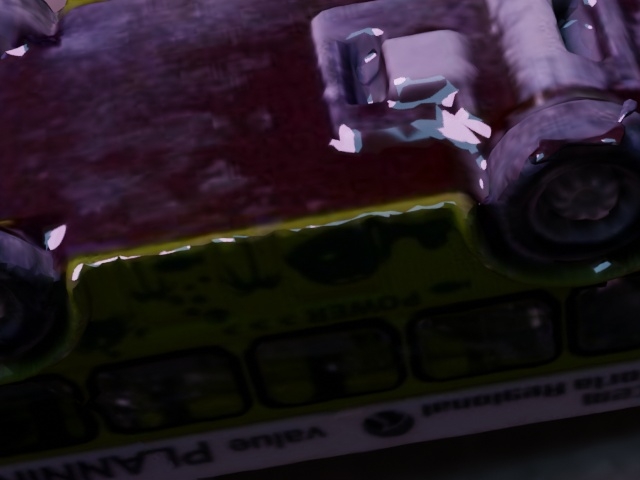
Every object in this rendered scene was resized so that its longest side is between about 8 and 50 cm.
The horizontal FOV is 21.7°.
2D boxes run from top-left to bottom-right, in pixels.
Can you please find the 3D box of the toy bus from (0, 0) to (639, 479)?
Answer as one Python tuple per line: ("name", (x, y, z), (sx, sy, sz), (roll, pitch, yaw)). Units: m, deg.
("toy bus", (0.000, 0.000, 0.425), (0.301, 0.139, 0.113), (-10, 49, 3))
